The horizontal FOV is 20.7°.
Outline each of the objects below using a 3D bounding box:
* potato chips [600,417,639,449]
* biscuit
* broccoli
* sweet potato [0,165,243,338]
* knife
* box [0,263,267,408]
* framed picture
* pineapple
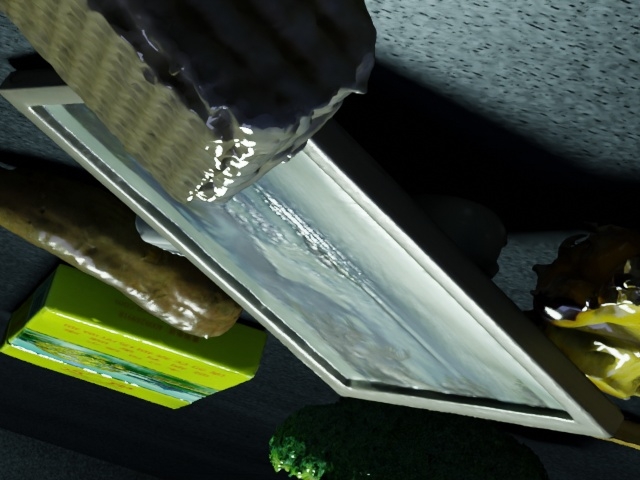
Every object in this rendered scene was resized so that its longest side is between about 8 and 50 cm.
[{"bbox_3d":[0.221,0.145,1.392,0.204,0.026,0.037,19,169,-14],"label":"potato chips"},{"bbox_3d":[-0.086,-0.113,0.480,0.239,0.062,0.108,49,164,-2],"label":"biscuit"},{"bbox_3d":[0.080,0.254,1.522,0.269,0.269,0.254,27,-161,-37],"label":"broccoli"},{"bbox_3d":[-0.136,0.006,1.187,0.233,0.062,0.081,30,162,-34],"label":"sweet potato"},{"bbox_3d":[-0.003,-0.001,1.049,0.266,0.040,0.073,3,162,41],"label":"knife"},{"bbox_3d":[-0.179,0.093,1.580,0.187,0.047,0.335,19,166,-13],"label":"box"},{"bbox_3d":[-0.006,0.005,0.954,0.315,0.024,0.232,42,156,-32],"label":"framed picture"},{"bbox_3d":[0.209,0.045,0.928,0.225,0.076,0.225,17,163,5],"label":"pineapple"}]
